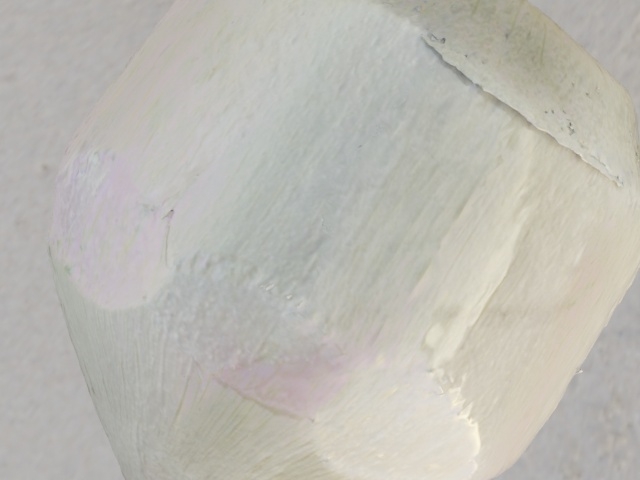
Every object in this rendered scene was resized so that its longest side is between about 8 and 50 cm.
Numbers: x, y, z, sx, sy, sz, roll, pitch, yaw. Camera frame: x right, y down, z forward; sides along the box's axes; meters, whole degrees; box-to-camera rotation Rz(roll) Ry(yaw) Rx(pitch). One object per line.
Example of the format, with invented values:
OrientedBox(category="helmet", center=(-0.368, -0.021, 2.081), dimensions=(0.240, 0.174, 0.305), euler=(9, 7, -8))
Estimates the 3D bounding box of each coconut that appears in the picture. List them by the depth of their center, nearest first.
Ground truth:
OrientedBox(category="coconut", center=(0.000, 0.000, 0.662), dimensions=(0.224, 0.224, 0.234), euler=(39, 95, -6))
